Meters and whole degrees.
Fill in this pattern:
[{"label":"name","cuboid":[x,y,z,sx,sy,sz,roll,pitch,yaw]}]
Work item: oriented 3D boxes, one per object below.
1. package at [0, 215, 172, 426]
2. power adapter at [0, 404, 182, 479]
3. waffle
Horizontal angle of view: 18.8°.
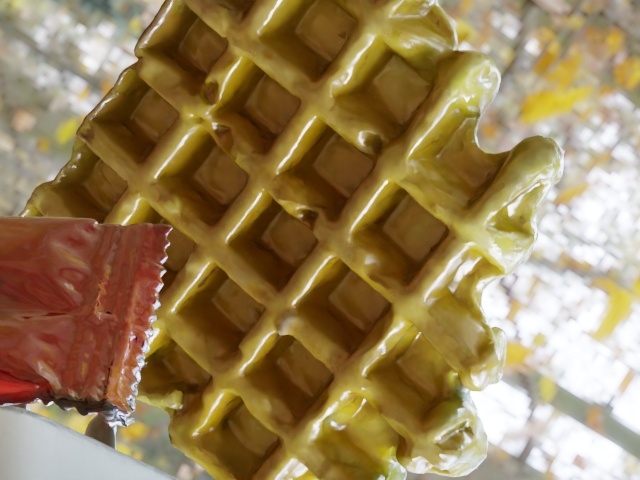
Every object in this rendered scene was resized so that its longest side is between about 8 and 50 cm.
[{"label":"package","cuboid":[-0.134,0.012,0.397,0.083,0.200,0.022,-87,178,-66]},{"label":"power adapter","cuboid":[-0.134,0.181,0.946,0.124,0.187,0.255,-34,-137,30]},{"label":"waffle","cuboid":[0.000,0.000,0.800,0.229,0.219,0.057,-52,167,23]}]
